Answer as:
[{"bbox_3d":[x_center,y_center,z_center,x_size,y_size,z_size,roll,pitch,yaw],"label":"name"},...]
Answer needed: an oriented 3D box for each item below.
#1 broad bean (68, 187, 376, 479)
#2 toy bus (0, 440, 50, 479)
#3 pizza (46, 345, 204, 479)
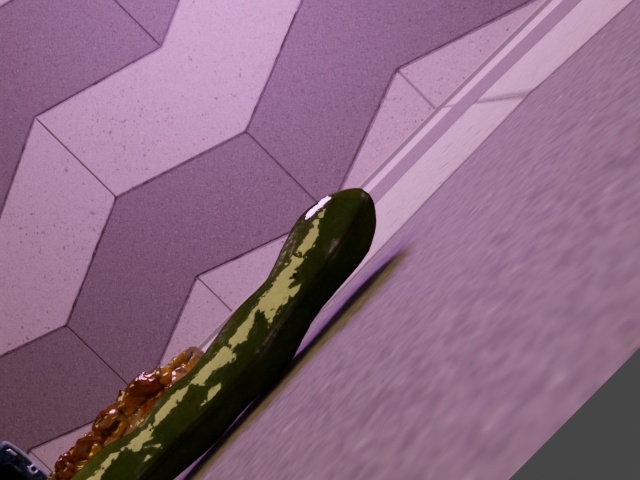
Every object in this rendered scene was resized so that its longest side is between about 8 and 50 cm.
[{"bbox_3d":[-0.052,0.066,0.347,0.256,0.053,0.052,-47,40,-19],"label":"broad bean"},{"bbox_3d":[-0.505,0.432,0.942,0.167,0.138,0.275,-46,4,40],"label":"toy bus"},{"bbox_3d":[-0.217,0.206,0.728,0.246,0.058,0.127,-48,3,-8],"label":"pizza"}]
